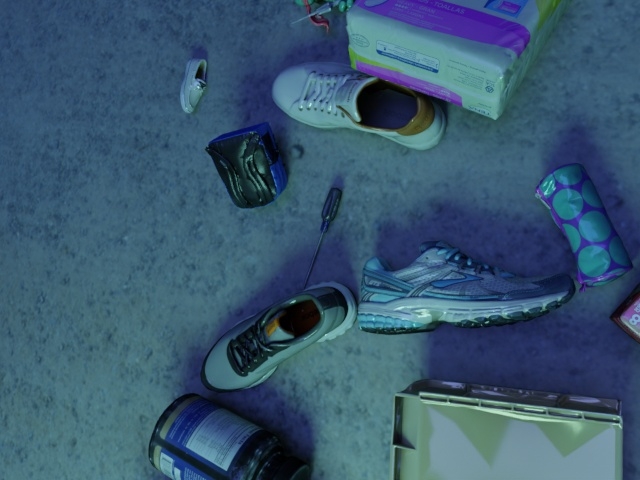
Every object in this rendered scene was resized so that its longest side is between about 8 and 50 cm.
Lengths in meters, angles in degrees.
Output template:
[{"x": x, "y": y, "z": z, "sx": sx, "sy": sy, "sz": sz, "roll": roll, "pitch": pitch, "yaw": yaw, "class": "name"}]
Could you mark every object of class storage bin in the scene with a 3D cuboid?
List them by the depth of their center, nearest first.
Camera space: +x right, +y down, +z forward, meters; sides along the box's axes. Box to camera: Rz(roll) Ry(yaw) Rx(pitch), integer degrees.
[{"x": 0.220, "y": 0.317, "z": 0.679, "sx": 0.260, "sy": 0.123, "sz": 0.263, "roll": 1, "pitch": 83, "yaw": 24, "class": "storage bin"}]

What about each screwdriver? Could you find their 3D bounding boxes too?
[{"x": 0.000, "y": 0.000, "z": 0.875, "sx": 0.024, "sy": 0.025, "sz": 0.170, "roll": 21, "pitch": 100, "yaw": 23, "class": "screwdriver"}]

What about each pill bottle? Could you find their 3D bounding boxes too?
[{"x": -0.132, "y": 0.321, "z": 0.825, "sx": 0.219, "sy": 0.122, "sz": 0.123, "roll": 20, "pitch": 91, "yaw": 24, "class": "pill bottle"}]

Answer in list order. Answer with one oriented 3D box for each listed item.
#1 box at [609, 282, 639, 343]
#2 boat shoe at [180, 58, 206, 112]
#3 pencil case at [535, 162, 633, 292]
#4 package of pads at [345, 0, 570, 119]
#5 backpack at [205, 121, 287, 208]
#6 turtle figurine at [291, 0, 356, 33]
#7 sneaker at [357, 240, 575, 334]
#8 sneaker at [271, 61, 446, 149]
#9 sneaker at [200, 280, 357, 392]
[{"x": 0.458, "y": 0.127, "z": 0.600, "sx": 0.257, "sy": 0.128, "sz": 0.123, "roll": 44, "pitch": 100, "yaw": 21, "class": "box"}, {"x": -0.219, "y": -0.272, "z": 0.993, "sx": 0.035, "sy": 0.035, "sz": 0.100, "roll": 2, "pitch": 77, "yaw": 26, "class": "boat shoe"}, {"x": 0.327, "y": -0.017, "z": 0.709, "sx": 0.070, "sy": 0.064, "sz": 0.152, "roll": -21, "pitch": 74, "yaw": 2, "class": "pencil case"}, {"x": 0.193, "y": -0.321, "z": 0.743, "sx": 0.229, "sy": 0.101, "sz": 0.297, "roll": 27, "pitch": 70, "yaw": 24, "class": "package of pads"}, {"x": -0.101, "y": -0.117, "z": 0.887, "sx": 0.097, "sy": 0.101, "sz": 0.120, "roll": -9, "pitch": 111, "yaw": 25, "class": "backpack"}, {"x": 0.030, "y": -0.423, "z": 0.863, "sx": 0.234, "sy": 0.118, "sz": 0.175, "roll": -32, "pitch": 86, "yaw": 0, "class": "turtle figurine"}, {"x": 0.178, "y": 0.053, "z": 0.741, "sx": 0.282, "sy": 0.110, "sz": 0.122, "roll": -8, "pitch": 76, "yaw": 22, "class": "sneaker"}, {"x": 0.038, "y": -0.217, "z": 0.829, "sx": 0.290, "sy": 0.123, "sz": 0.106, "roll": 19, "pitch": 92, "yaw": 25, "class": "sneaker"}, {"x": -0.079, "y": 0.142, "z": 0.837, "sx": 0.271, "sy": 0.108, "sz": 0.100, "roll": -34, "pitch": 73, "yaw": 17, "class": "sneaker"}]
